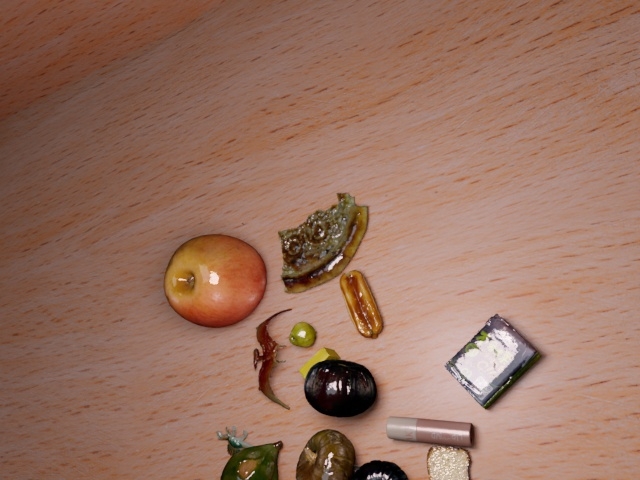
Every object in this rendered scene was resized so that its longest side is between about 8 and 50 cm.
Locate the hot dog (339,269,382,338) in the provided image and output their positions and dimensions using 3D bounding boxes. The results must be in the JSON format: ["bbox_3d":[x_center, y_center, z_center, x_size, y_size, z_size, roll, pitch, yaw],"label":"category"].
[{"bbox_3d":[0.139,0.220,1.873,0.100,0.068,0.249,-23,66,7],"label":"hot dog"}]

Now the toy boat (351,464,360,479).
[{"bbox_3d":[0.090,0.778,1.719,0.066,0.059,0.140,-7,65,56],"label":"toy boat"}]

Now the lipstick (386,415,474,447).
[{"bbox_3d":[0.330,0.579,1.651,0.254,0.070,0.070,-4,72,26],"label":"lipstick"}]

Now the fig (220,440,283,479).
[{"bbox_3d":[-0.214,0.776,1.822,0.195,0.195,0.245,24,50,31],"label":"fig"}]

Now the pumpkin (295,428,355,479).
[{"bbox_3d":[0.009,0.694,1.697,0.219,0.162,0.219,-45,22,24],"label":"pumpkin"}]

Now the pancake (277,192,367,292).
[{"bbox_3d":[0.001,0.005,2.018,0.426,0.067,0.305,-32,60,16],"label":"pancake"}]

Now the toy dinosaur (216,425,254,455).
[{"bbox_3d":[-0.300,0.728,1.946,0.187,0.044,0.106,38,106,19],"label":"toy dinosaur"}]

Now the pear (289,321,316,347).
[{"bbox_3d":[-0.063,0.337,1.919,0.097,0.092,0.092,-30,58,-17],"label":"pear"}]

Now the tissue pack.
[{"bbox_3d":[0.512,0.361,1.630,0.235,0.073,0.173,-47,59,5],"label":"tissue pack"}]

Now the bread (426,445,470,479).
[{"bbox_3d":[0.381,0.676,1.611,0.126,0.044,0.129,-6,68,18],"label":"bread"}]

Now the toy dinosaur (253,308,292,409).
[{"bbox_3d":[-0.157,0.426,1.951,0.206,0.113,0.327,-52,43,33],"label":"toy dinosaur"}]

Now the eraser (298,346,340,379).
[{"bbox_3d":[-0.002,0.424,1.859,0.122,0.097,0.045,-44,59,5],"label":"eraser"}]

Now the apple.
[{"bbox_3d":[-0.396,0.144,2.021,0.364,0.364,0.364,-9,69,24],"label":"apple"}]

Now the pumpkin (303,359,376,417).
[{"bbox_3d":[0.064,0.469,1.733,0.233,0.233,0.163,8,89,29],"label":"pumpkin"}]

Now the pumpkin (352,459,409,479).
[{"bbox_3d":[0.180,0.760,1.630,0.194,0.150,0.194,-21,60,44],"label":"pumpkin"}]
